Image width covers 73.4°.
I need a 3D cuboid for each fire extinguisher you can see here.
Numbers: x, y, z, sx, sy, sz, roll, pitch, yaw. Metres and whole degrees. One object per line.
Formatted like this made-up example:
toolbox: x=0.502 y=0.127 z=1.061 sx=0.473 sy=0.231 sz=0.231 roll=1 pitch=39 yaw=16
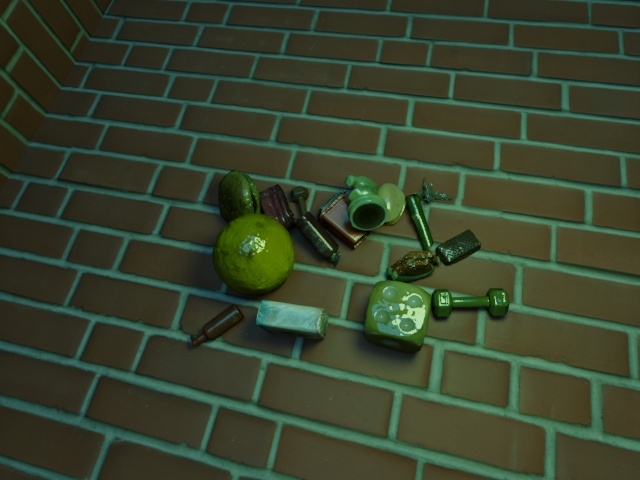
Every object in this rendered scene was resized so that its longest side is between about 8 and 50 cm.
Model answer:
fire extinguisher: x=0.000 y=0.000 z=1.932 sx=0.104 sy=0.105 sz=0.269 roll=-41 pitch=89 yaw=-11

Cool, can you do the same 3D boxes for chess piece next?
chess piece: x=0.192 y=-0.195 z=1.898 sx=0.175 sy=0.176 sz=0.298 roll=-8 pitch=41 yaw=3

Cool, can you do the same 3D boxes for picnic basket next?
picnic basket: x=0.615 y=0.028 z=1.911 sx=0.193 sy=0.055 sz=0.110 roll=-28 pitch=66 yaw=-7

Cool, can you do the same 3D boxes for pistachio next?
pistachio: x=0.321 y=-0.177 z=1.997 sx=0.145 sy=0.117 sz=0.201 roll=-11 pitch=61 yaw=24

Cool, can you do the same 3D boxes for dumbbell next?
dumbbell: x=0.617 y=0.256 z=1.781 sx=0.301 sy=0.108 sz=0.122 roll=-2 pitch=66 yaw=5
dumbbell: x=-0.084 y=-0.151 z=2.056 sx=0.081 sy=0.092 sz=0.231 roll=-2 pitch=64 yaw=-26

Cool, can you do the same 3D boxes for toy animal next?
toy animal: x=0.509 y=-0.242 z=2.018 sx=0.218 sy=0.095 sz=0.156 roll=-3 pitch=76 yaw=3

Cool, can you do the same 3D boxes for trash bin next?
trash bin: x=0.120 y=-0.092 z=1.975 sx=0.238 sy=0.161 sz=0.184 roll=42 pitch=77 yaw=13

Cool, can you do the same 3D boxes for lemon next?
lemon: x=-0.279 y=0.069 z=1.848 sx=0.349 sy=0.387 sz=0.350 roll=-21 pitch=32 yaw=14

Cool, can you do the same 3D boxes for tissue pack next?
tissue pack: x=-0.112 y=0.331 z=1.786 sx=0.270 sy=0.201 sz=0.125 roll=7 pitch=75 yaw=10

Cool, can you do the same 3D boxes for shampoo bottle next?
shampoo bottle: x=-0.454 y=0.376 z=1.872 sx=0.244 sy=0.085 sz=0.085 roll=-34 pitch=67 yaw=-7

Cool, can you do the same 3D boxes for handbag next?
handbag: x=-0.205 y=-0.146 z=2.036 sx=0.135 sy=0.146 sz=0.225 roll=-22 pitch=67 yaw=2

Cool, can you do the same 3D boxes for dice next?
dice: x=0.311 y=0.306 z=1.734 sx=0.238 sy=0.227 sz=0.233 roll=11 pitch=66 yaw=13

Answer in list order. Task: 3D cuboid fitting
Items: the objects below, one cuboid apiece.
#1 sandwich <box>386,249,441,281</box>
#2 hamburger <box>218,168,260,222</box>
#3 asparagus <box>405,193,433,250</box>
sandwich: x=0.416 y=0.111 z=1.851 sx=0.234 sy=0.159 sz=0.079 roll=-6 pitch=59 yaw=-18
hamburger: x=-0.391 y=-0.186 z=2.018 sx=0.134 sy=0.266 sz=0.284 roll=-26 pitch=38 yaw=-36
asparagus: x=0.455 y=-0.082 z=1.946 sx=0.060 sy=0.067 sz=0.278 roll=-26 pitch=78 yaw=41
